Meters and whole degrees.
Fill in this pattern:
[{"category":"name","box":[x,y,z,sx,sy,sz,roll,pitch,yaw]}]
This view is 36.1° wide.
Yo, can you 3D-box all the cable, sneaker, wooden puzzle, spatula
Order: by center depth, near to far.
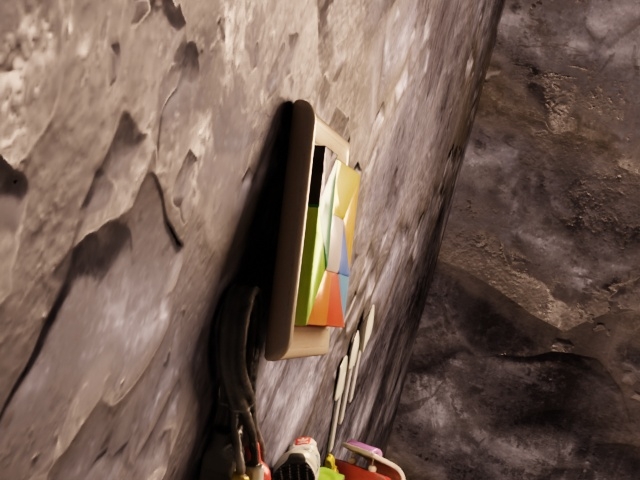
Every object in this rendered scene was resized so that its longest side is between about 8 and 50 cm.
[{"category":"cable","box":[-0.058,0.165,0.868,0.139,0.072,0.287,-45,149,-66]},{"category":"wooden puzzle","box":[0.000,0.000,0.916,0.239,0.044,0.221,27,69,-80]},{"category":"sneaker","box":[-0.030,0.285,1.276,0.161,0.057,0.075,84,7,-60]},{"category":"spatula","box":[0.051,0.241,1.685,0.168,0.019,0.242,-64,165,-47]}]

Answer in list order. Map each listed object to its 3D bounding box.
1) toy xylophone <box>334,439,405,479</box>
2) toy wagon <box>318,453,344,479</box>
[{"category":"toy xylophone","box":[0.080,0.512,1.695,0.236,0.081,0.322,-16,-118,60]},{"category":"toy wagon","box":[-0.011,0.491,1.600,0.344,0.068,0.267,-60,162,-52]}]
